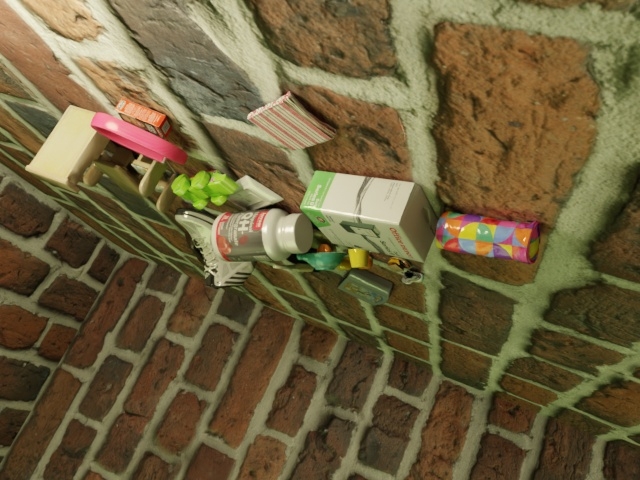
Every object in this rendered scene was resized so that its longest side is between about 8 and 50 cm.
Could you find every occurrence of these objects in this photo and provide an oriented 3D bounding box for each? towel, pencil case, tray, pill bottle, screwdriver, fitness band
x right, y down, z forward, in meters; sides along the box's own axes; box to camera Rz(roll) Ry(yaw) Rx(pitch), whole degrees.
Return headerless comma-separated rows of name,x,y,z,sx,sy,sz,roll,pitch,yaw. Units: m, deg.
towel,0.000,0.000,1.841,0.110,0.027,0.148,14,158,16
pencil case,0.379,-0.012,1.207,0.236,0.104,0.104,14,160,38
tray,-0.236,-0.143,1.758,0.145,0.030,0.270,33,161,-21
pill bottle,-0.193,-0.017,1.776,0.318,0.176,0.176,-3,151,27
screwdriver,-0.513,-0.245,1.862,0.025,0.024,0.170,-8,150,4
fitness band,-0.546,-0.299,1.597,0.291,0.054,0.209,23,176,-10
towel,-0.067,-0.262,1.191,0.144,0.029,0.197,34,163,-27

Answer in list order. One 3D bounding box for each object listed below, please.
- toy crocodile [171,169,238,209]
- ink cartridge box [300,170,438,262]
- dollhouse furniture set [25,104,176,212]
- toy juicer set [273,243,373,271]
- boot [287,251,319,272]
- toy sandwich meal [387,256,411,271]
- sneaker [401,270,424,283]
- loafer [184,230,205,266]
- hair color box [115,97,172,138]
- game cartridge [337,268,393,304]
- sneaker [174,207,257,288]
toy crocodile,-0.388,-0.182,1.757,0.115,0.105,0.340,37,154,-33
ink cartridge box,0.127,-0.063,1.346,0.289,0.121,0.211,12,159,34
dollhouse furniture set,-0.754,-0.229,1.822,0.362,0.256,0.394,19,162,18
toy juicer set,0.025,0.059,1.824,0.329,0.089,0.209,-4,174,18
boot,-0.153,0.016,2.047,0.264,0.096,0.280,28,175,-43
toy sandwich meal,0.260,0.082,1.746,0.085,0.029,0.085,22,163,7
sneaker,0.294,0.120,1.786,0.069,0.038,0.098,21,157,-31
loafer,-0.566,0.047,2.646,0.130,0.134,0.366,42,163,32
hair color box,-0.500,-0.346,1.497,0.141,0.043,0.072,23,164,8
game cartridge,0.184,0.190,2.133,0.198,0.062,0.297,29,163,1
sneaker,-0.470,0.058,2.278,0.447,0.257,0.169,36,160,-31
